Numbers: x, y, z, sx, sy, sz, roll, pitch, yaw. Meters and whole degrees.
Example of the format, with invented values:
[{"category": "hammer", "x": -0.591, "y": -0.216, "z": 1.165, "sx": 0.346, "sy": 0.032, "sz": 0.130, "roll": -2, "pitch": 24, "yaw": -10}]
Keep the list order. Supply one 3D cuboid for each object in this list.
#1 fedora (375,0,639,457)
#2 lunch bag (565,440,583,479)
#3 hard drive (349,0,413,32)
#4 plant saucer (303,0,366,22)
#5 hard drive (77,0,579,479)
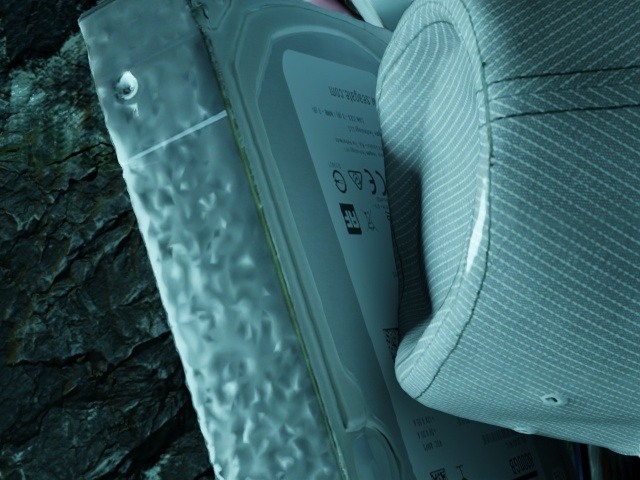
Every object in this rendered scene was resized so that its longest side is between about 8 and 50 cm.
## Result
[{"category": "fedora", "x": 0.085, "y": -0.010, "z": 0.484, "sx": 0.275, "sy": 0.124, "sz": 0.243, "roll": 96, "pitch": 171, "yaw": -79}, {"category": "lunch bag", "x": 0.056, "y": 0.103, "z": 0.790, "sx": 0.090, "sy": 0.176, "sz": 0.218, "roll": 93, "pitch": 173, "yaw": -72}, {"category": "hard drive", "x": 0.028, "y": -0.212, "z": 1.023, "sx": 0.203, "sy": 0.040, "sz": 0.307, "roll": 53, "pitch": -174, "yaw": -34}, {"category": "plant saucer", "x": -0.021, "y": -0.076, "z": 1.184, "sx": 0.332, "sy": 0.084, "sz": 0.332, "roll": 9, "pitch": -90, "yaw": -72}, {"category": "hard drive", "x": 0.030, "y": 0.057, "z": 0.604, "sx": 0.237, "sy": 0.064, "sz": 0.338, "roll": 3, "pitch": -112, "yaw": -62}]
